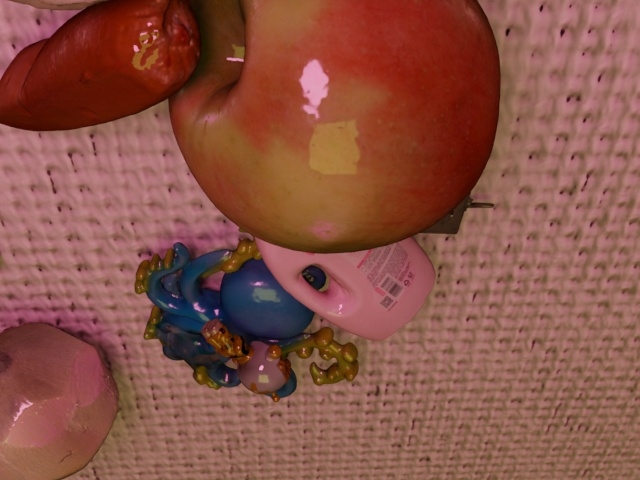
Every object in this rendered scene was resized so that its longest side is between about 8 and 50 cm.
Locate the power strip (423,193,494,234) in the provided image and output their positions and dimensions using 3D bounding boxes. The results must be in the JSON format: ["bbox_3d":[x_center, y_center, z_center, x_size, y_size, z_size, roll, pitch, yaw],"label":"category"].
[{"bbox_3d":[0.100,-0.050,1.001,0.268,0.034,0.092,2,134,-6],"label":"power strip"}]

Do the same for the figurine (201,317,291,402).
[{"bbox_3d":[-0.099,0.160,1.046,0.101,0.068,0.143,4,140,32],"label":"figurine"}]

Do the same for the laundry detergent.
[{"bbox_3d":[0.000,0.000,0.945,0.335,0.088,0.159,37,93,-32],"label":"laundry detergent"}]

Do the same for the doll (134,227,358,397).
[{"bbox_3d":[-0.116,0.112,1.119,0.341,0.098,0.346,-24,126,34],"label":"doll"}]

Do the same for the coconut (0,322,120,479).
[{"bbox_3d":[-0.422,0.232,1.116,0.227,0.227,0.230,-8,134,4],"label":"coconut"}]

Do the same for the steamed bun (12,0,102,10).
[{"bbox_3d":[-0.162,-0.333,0.545,0.352,0.247,0.339,0,94,4],"label":"steamed bun"}]

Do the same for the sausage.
[{"bbox_3d":[-0.223,-0.161,0.725,0.094,0.097,0.348,37,155,-33],"label":"sausage"}]

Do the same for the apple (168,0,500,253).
[{"bbox_3d":[0.018,-0.145,0.722,0.277,0.319,0.319,3,138,-36],"label":"apple"}]
